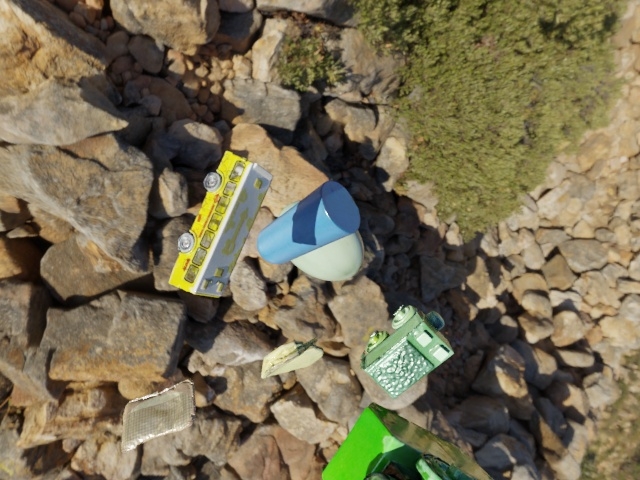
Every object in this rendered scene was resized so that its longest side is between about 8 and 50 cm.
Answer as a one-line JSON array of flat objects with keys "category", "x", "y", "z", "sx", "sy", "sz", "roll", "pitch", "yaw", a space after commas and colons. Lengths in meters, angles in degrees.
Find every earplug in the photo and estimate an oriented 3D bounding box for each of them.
[{"category": "earplug", "x": -0.050, "y": -0.024, "z": 0.974, "sx": 0.132, "sy": 0.273, "sz": 0.132, "roll": 30, "pitch": 46, "yaw": -36}]

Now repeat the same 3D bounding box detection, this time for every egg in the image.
[{"category": "egg", "x": 0.000, "y": 0.000, "z": 1.157, "sx": 0.283, "sy": 0.203, "sz": 0.203, "roll": 40, "pitch": 71, "yaw": -7}]

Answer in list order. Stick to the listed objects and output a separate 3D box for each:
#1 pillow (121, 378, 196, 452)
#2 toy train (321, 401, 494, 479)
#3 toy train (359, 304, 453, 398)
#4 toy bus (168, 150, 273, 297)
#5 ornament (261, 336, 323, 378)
[{"category": "pillow", "x": -0.421, "y": 0.451, "z": 1.044, "sx": 0.211, "sy": 0.135, "sz": 0.034, "roll": -23, "pitch": 134, "yaw": 1}, {"category": "toy train", "x": 0.122, "y": 0.291, "z": 0.446, "sx": 0.243, "sy": 0.188, "sz": 0.132, "roll": 35, "pitch": 86, "yaw": -24}, {"category": "toy train", "x": 0.243, "y": 0.312, "z": 1.151, "sx": 0.272, "sy": 0.188, "sz": 0.159, "roll": -43, "pitch": 96, "yaw": 12}, {"category": "toy bus", "x": -0.159, "y": -0.024, "z": 0.635, "sx": 0.226, "sy": 0.074, "sz": 0.081, "roll": -66, "pitch": 153, "yaw": -4}, {"category": "ornament", "x": -0.097, "y": 0.330, "z": 1.092, "sx": 0.180, "sy": 0.059, "sz": 0.201, "roll": -36, "pitch": 156, "yaw": 15}]
